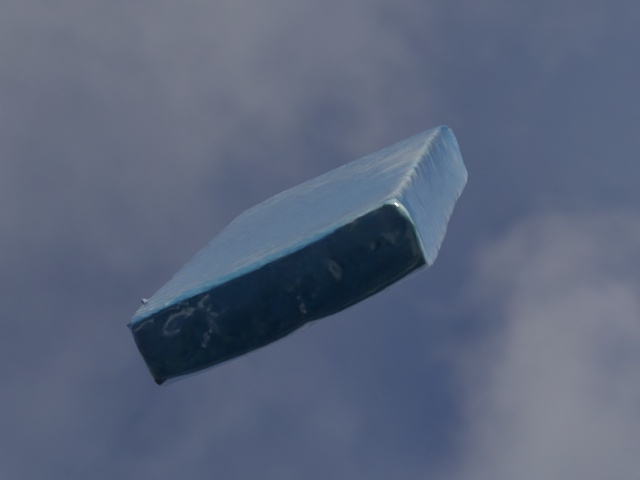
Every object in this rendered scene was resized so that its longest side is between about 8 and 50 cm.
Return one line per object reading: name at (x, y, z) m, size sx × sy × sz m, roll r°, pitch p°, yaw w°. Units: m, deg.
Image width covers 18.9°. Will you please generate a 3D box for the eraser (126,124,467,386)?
eraser at (0.000, 0.000, 1.009) m, size 0.144 × 0.312 × 0.043 m, roll -24°, pitch -84°, yaw 11°
